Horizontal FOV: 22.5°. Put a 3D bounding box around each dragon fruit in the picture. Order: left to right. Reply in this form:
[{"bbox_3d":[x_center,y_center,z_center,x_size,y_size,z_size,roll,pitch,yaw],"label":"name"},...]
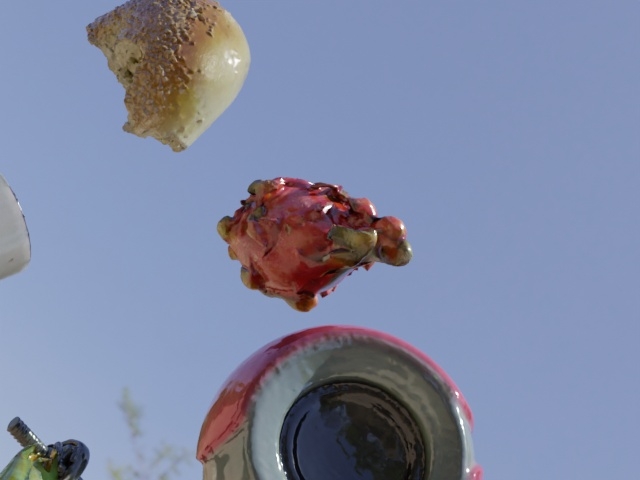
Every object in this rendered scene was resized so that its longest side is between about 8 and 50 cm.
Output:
[{"bbox_3d":[0.000,0.000,1.683,0.207,0.150,0.133,5,-30,24],"label":"dragon fruit"}]

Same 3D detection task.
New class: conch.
[{"bbox_3d":[-0.263,0.230,1.306,0.079,0.170,0.106,35,-27,-8],"label":"conch"}]

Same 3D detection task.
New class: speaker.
[{"bbox_3d":[0.017,0.225,1.627,0.294,0.294,0.294,39,-21,18],"label":"speaker"}]

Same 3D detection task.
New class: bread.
[{"bbox_3d":[-0.196,-0.248,2.175,0.171,0.192,0.314,56,5,-29],"label":"bread"}]

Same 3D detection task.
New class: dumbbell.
[{"bbox_3d":[-0.234,0.273,1.646,0.254,0.081,0.081,52,-21,-24],"label":"dumbbell"}]

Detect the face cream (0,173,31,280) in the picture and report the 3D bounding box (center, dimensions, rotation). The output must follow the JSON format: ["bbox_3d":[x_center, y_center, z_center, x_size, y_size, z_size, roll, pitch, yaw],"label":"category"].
[{"bbox_3d":[-0.338,0.018,1.233,0.096,0.214,0.096,37,-41,40],"label":"face cream"}]
